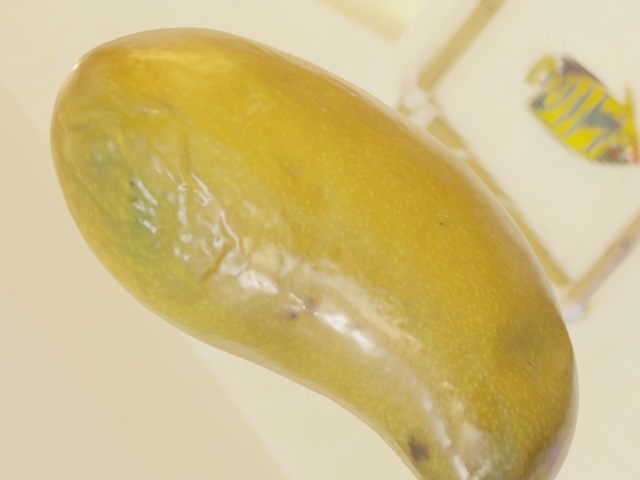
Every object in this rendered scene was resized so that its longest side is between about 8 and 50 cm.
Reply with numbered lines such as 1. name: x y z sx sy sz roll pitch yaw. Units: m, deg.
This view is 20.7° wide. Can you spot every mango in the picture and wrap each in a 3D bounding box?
1. mango: 0.000 0.000 0.507 0.190 0.075 0.098 37 -122 17
